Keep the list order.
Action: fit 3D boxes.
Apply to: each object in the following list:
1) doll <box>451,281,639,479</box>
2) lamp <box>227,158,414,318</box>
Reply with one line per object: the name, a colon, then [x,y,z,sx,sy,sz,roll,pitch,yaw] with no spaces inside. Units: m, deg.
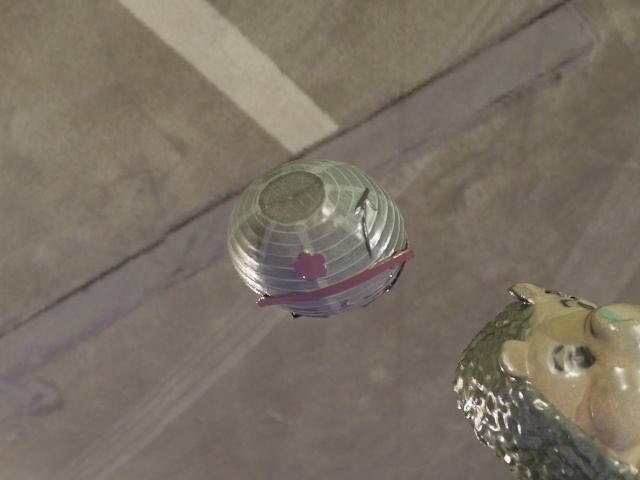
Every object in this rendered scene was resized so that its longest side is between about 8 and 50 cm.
doll: [0.301,0.180,0.992,0.350,0.247,0.247,31,137,3]
lamp: [0.000,0.000,1.503,0.265,0.233,0.233,-15,138,16]
